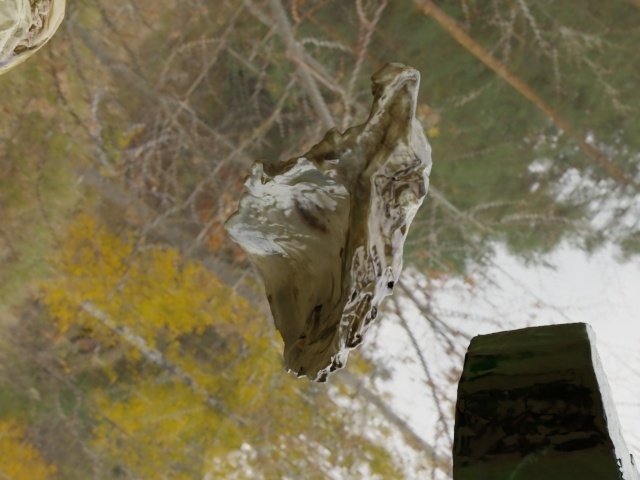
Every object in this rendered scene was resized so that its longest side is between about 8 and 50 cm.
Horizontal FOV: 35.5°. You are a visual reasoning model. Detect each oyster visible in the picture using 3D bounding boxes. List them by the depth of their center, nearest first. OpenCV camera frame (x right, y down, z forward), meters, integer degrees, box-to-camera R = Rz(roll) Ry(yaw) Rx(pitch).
[{"bbox_3d":[0.010,0.020,0.872,0.110,0.204,0.396,-7,165,-22],"label":"oyster"}]

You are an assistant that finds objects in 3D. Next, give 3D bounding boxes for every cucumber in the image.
[{"bbox_3d":[0.167,0.164,0.745,0.130,0.191,0.191,-12,-160,16],"label":"cucumber"}]

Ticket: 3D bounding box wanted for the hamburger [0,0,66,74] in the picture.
[{"bbox_3d":[-0.340,-0.253,0.947,0.214,0.213,0.108,-50,171,21],"label":"hamburger"}]
